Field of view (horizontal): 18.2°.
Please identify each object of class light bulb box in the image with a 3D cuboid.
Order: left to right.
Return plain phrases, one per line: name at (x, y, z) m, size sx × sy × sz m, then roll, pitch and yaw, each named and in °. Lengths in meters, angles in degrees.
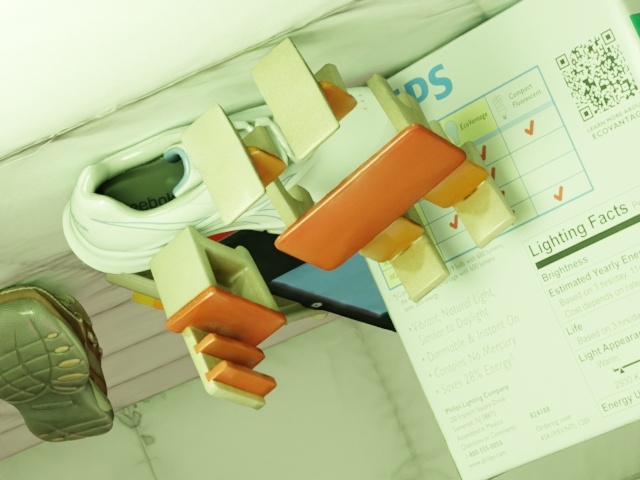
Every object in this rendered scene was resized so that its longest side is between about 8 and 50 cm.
light bulb box at (0.240, -0.024, 1.751) m, size 0.358 × 0.361 × 0.225 m, roll -28°, pitch 173°, yaw 39°

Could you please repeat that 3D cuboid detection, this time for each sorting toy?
sorting toy at (-0.116, 0.067, 2.243) m, size 0.193 × 0.038 × 0.208 m, roll 18°, pitch -172°, yaw 24°

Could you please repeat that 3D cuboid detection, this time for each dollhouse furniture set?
dollhouse furniture set at (0.000, 0.000, 1.562) m, size 0.259 × 0.135 × 0.262 m, roll -40°, pitch 145°, yaw 19°

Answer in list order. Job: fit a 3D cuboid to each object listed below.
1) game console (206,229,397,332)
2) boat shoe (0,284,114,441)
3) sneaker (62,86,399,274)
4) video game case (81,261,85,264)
game console at (0.100, 0.003, 2.134) m, size 0.386 × 0.060 × 0.342 m, roll 20°, pitch 141°, yaw -40°
boat shoe at (-0.303, 0.117, 2.180) m, size 0.123 × 0.116 × 0.324 m, roll -5°, pitch 154°, yaw 0°
sneaker at (-0.067, -0.055, 1.633) m, size 0.297 × 0.111 × 0.129 m, roll -22°, pitch 167°, yaw -9°
video game case at (-0.126, -0.036, 1.916) m, size 0.201 × 0.023 × 0.183 m, roll -20°, pitch 172°, yaw -18°
